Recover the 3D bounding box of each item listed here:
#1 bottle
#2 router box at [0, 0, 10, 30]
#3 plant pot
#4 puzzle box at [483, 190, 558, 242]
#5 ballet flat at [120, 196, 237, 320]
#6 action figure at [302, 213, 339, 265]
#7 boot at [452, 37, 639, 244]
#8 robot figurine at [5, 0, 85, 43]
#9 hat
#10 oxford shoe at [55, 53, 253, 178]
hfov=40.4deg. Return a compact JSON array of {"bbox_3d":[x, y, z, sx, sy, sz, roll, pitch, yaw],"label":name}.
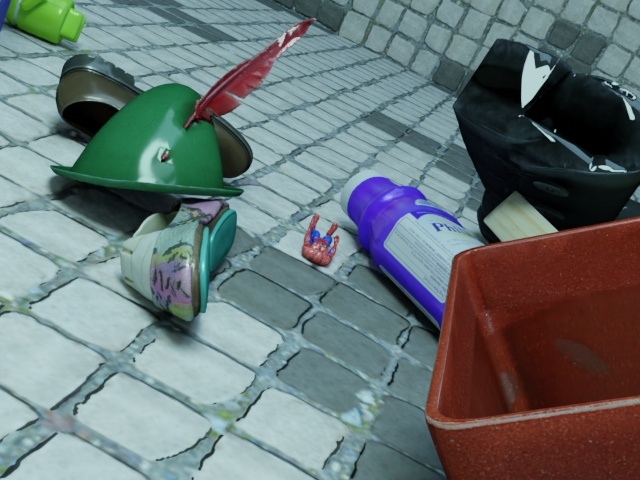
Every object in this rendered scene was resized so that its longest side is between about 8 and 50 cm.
[{"bbox_3d":[0.117,0.014,0.942,0.118,0.092,0.283,19,19,-39],"label":"bottle"},{"bbox_3d":[-0.449,-0.390,0.904,0.301,0.336,0.082,25,18,-2],"label":"router box"},{"bbox_3d":[0.221,0.128,0.476,0.267,0.236,0.267,-10,14,14],"label":"plant pot"},{"bbox_3d":[0.315,0.127,0.821,0.272,0.052,0.409,43,11,-23],"label":"puzzle box"},{"bbox_3d":[-0.118,0.009,0.709,0.079,0.077,0.221,6,15,-1],"label":"ballet flat"},{"bbox_3d":[0.000,0.000,0.934,0.038,0.030,0.115,29,21,-7],"label":"action figure"},{"bbox_3d":[0.352,-0.051,1.032,0.367,0.146,0.445,16,-15,16],"label":"boot"},{"bbox_3d":[-0.388,-0.317,1.204,0.115,0.067,0.101,22,2,-8],"label":"robot figurine"},{"bbox_3d":[-0.140,-0.141,0.812,0.173,0.184,0.208,11,6,28],"label":"hat"},{"bbox_3d":[-0.180,-0.109,0.942,0.227,0.083,0.096,20,42,-21],"label":"oxford shoe"}]
